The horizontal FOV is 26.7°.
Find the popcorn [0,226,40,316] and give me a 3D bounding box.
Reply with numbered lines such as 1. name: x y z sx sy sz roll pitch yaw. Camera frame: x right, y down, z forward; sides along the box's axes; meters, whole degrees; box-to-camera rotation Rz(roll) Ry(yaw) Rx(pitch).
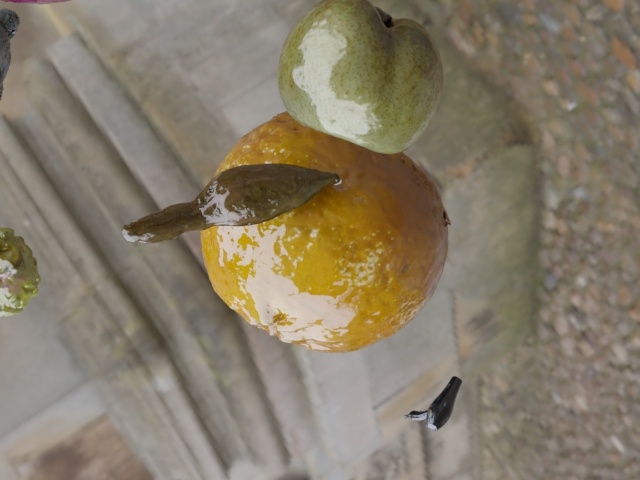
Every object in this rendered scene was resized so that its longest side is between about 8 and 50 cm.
1. popcorn: -0.517 0.051 2.164 0.126 0.125 0.145 2 -102 -82

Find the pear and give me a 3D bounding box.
1. pear: 0.041 -0.164 1.316 0.167 0.137 0.167 21 -170 -4

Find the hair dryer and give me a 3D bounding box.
1. hair dryer: 0.139 0.211 1.723 0.083 0.079 0.031 -15 124 48

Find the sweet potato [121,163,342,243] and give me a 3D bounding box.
1. sweet potato: -0.109 -0.047 1.595 0.075 0.269 0.075 163 90 -74

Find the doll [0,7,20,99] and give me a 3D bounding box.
1. doll: -0.536 -0.196 1.981 0.158 0.246 0.340 30 122 20

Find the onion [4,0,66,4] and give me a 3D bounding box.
1. onion: -0.333 -0.392 1.456 0.358 0.345 0.358 16 168 3

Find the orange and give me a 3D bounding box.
1. orange: 0.000 0.000 1.792 0.340 0.293 0.340 28 165 8
